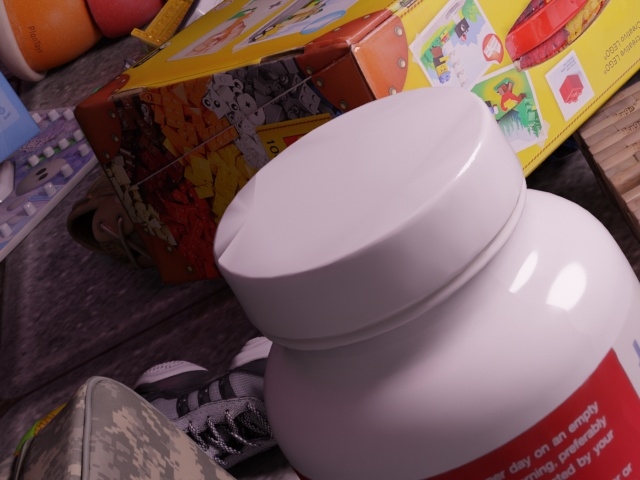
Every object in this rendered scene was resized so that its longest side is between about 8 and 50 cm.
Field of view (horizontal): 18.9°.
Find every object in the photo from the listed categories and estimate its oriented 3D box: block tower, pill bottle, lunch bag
[{"bbox_3d":[0.296,-0.032,1.571,0.097,0.091,0.335,-29,26,4],"label":"block tower"},{"bbox_3d":[0.110,0.121,1.134,0.229,0.408,0.229,-25,27,14],"label":"pill bottle"},{"bbox_3d":[-0.191,0.288,1.421,0.256,0.212,0.305,-43,22,16],"label":"lunch bag"}]

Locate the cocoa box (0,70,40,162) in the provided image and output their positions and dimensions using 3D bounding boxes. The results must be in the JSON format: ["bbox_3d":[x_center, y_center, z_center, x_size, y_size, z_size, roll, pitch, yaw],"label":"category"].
[{"bbox_3d":[-0.582,-0.141,2.449,0.347,0.231,0.228,-40,27,-16],"label":"cocoa box"}]

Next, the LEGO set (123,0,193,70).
[{"bbox_3d":[-0.135,-0.274,2.512,0.287,0.107,0.132,-34,60,-16],"label":"LEGO set"}]

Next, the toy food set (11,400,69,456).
[{"bbox_3d":[-0.241,0.178,1.747,0.132,0.038,0.192,-53,9,-17],"label":"toy food set"}]

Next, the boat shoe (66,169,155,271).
[{"bbox_3d":[-0.179,-0.014,2.045,0.110,0.122,0.341,-44,18,-14],"label":"boat shoe"}]

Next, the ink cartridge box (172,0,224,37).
[{"bbox_3d":[-0.013,-0.218,2.143,0.130,0.272,0.309,-52,10,37],"label":"ink cartridge box"}]

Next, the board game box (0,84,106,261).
[{"bbox_3d":[-0.464,-0.069,2.519,0.390,0.050,0.390,-2,38,46],"label":"board game box"}]

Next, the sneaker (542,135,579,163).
[{"bbox_3d":[0.183,-0.096,1.849,0.211,0.080,0.081,-11,10,36],"label":"sneaker"}]

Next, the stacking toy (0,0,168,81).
[{"bbox_3d":[-0.247,-0.428,2.736,0.480,0.351,0.350,-8,29,4],"label":"stacking toy"}]

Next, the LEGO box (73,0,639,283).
[{"bbox_3d":[0.084,-0.181,1.758,0.372,0.193,0.500,-7,26,47],"label":"LEGO box"}]

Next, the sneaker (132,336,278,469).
[{"bbox_3d":[-0.091,0.172,1.630,0.268,0.101,0.153,-13,32,45],"label":"sneaker"}]
